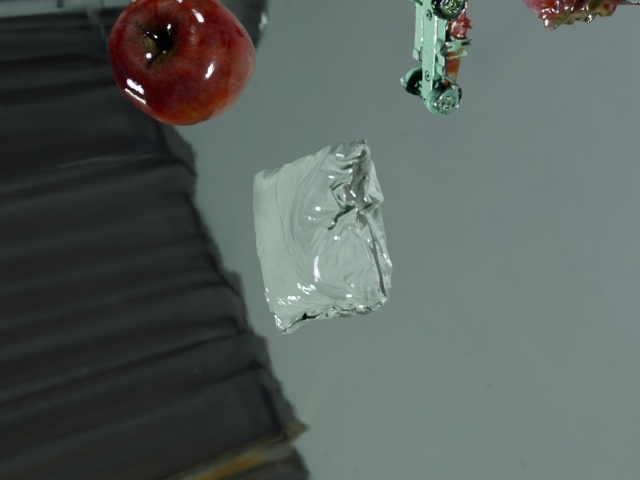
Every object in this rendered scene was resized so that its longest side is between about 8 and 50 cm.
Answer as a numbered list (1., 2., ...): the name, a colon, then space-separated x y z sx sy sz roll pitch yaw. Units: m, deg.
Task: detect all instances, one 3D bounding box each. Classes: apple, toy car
1. apple: -0.216 -0.286 1.727 0.234 0.234 0.233 22 119 47
2. toy car: 0.119 -0.200 1.116 0.073 0.054 0.143 45 145 51

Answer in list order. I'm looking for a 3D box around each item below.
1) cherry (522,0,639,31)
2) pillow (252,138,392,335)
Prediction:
1. cherry: 0.340 -0.412 1.485 0.192 0.175 0.249 -9 108 27
2. pillow: 0.000 0.000 1.750 0.310 0.138 0.283 -15 79 55
